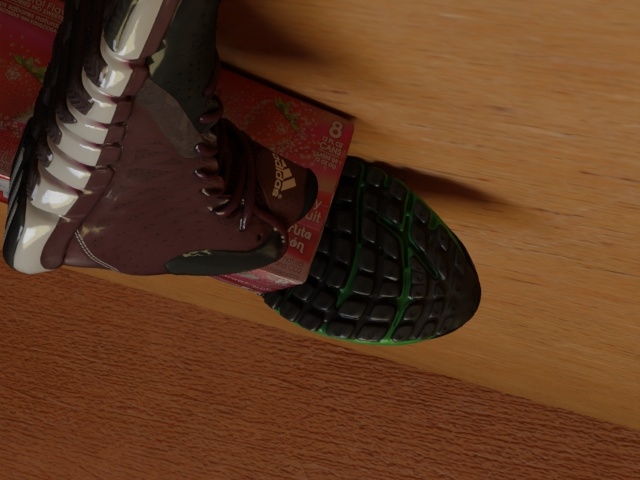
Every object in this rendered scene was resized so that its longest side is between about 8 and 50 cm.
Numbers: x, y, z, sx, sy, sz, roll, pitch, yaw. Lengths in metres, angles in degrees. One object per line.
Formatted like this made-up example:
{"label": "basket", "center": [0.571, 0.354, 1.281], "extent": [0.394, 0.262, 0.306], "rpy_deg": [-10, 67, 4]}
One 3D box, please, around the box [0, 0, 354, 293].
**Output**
{"label": "box", "center": [-0.123, -0.062, 0.699], "extent": [0.256, 0.123, 0.128], "rpy_deg": [21, 169, -13]}

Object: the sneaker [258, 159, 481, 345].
{"label": "sneaker", "center": [0.000, 0.000, 0.862], "extent": [0.343, 0.134, 0.146], "rpy_deg": [20, 180, 43]}

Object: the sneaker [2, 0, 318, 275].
{"label": "sneaker", "center": [-0.059, -0.065, 0.532], "extent": [0.162, 0.106, 0.281], "rpy_deg": [12, 147, -23]}
